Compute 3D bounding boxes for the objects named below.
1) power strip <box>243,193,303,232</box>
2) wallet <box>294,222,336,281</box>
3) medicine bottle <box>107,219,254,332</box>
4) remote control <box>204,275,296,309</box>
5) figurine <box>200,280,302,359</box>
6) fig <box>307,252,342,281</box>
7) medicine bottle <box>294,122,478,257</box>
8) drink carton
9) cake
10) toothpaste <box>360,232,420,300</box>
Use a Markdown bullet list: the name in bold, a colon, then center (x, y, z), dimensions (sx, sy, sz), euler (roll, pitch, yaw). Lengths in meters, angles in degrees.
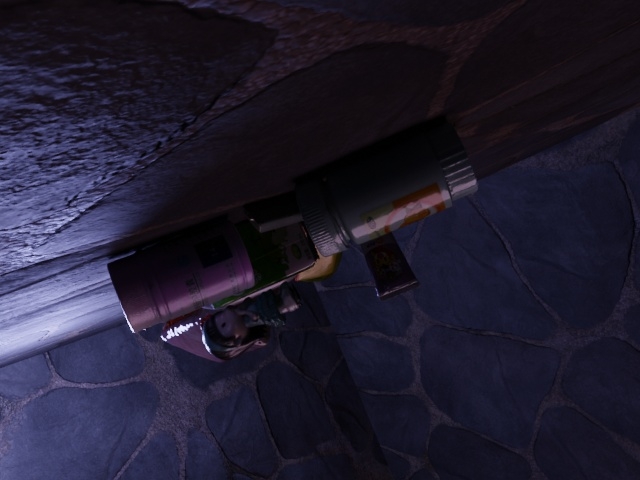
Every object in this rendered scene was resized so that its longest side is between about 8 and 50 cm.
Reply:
- **power strip**: center (-0.053, -0.069, 1.213), dimensions (0.253, 0.060, 0.027), euler (-18, 147, -41)
- **wallet**: center (-0.017, 0.005, 1.662), dimensions (0.141, 0.067, 0.241), euler (-16, 136, -28)
- **medicine bottle**: center (-0.276, 0.069, 1.172), dimensions (0.254, 0.152, 0.152), euler (-22, 176, -18)
- **remote control**: center (-0.189, 0.066, 1.498), dimensions (0.332, 0.103, 0.221), euler (-21, -140, -7)
- **figurine**: center (-0.161, 0.179, 1.356), dimensions (0.246, 0.110, 0.138), euler (-29, -160, 1)
- **fig**: center (0.000, 0.000, 1.829), dimensions (0.206, 0.206, 0.275), euler (-17, 151, -52)
- **medicine bottle**: center (0.125, -0.096, 1.112), dimensions (0.318, 0.158, 0.158), euler (-23, 176, 9)
- **drink carton**: center (-0.153, 0.034, 1.360), dimensions (0.271, 0.161, 0.108), euler (-24, 176, -6)
- **cake**: center (-0.296, 0.207, 1.726), dimensions (0.230, 0.237, 0.309), euler (33, 143, -27)
- **toothpaste**: center (0.144, 0.001, 1.502), dimensions (0.114, 0.299, 0.073), euler (-25, 175, 18)
